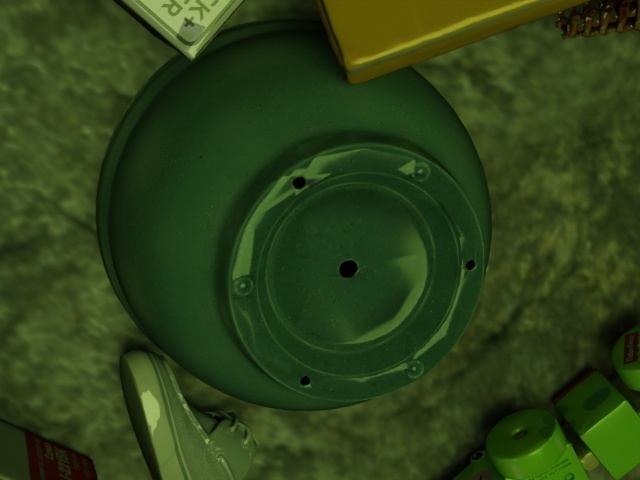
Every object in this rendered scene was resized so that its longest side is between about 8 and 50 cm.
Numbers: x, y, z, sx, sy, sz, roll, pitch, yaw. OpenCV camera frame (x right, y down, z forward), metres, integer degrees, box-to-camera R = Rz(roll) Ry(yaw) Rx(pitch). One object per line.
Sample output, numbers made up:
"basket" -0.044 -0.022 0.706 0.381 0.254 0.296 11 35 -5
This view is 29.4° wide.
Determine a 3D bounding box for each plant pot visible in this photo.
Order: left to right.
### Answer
"plant pot" 0.000 0.000 0.861 0.293 0.196 0.293 -5 107 -16

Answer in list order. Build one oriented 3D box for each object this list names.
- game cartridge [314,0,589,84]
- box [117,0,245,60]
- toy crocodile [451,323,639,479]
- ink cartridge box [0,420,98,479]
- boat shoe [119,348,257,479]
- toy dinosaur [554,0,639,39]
"game cartridge" 0.123 -0.284 0.804 0.324 0.052 0.285 -18 80 -1
"box" -0.171 -0.244 0.758 0.290 0.169 0.087 40 91 -23
"toy crocodile" 0.234 0.160 1.033 0.341 0.105 0.115 -34 112 0
"ink cartridge box" -0.321 0.207 0.864 0.273 0.114 0.197 28 96 -22
"boat shoe" -0.089 0.171 0.950 0.081 0.079 0.227 -25 116 -16
"toy dinosaur" 0.326 -0.252 0.923 0.322 0.164 0.218 -48 131 -23
